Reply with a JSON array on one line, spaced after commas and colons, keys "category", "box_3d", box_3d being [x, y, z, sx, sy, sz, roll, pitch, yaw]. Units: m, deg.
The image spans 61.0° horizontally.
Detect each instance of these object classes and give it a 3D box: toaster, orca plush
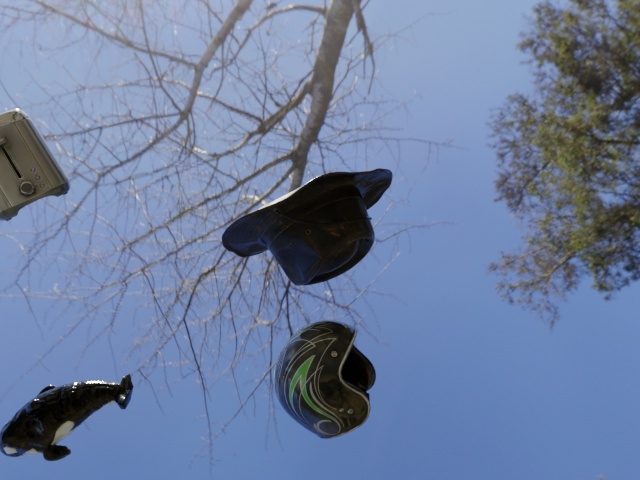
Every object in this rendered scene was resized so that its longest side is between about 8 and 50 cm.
[{"category": "toaster", "box_3d": [-0.501, -0.124, 0.885, 0.129, 0.227, 0.147, -30, -71, -22]}, {"category": "orca plush", "box_3d": [-0.511, 0.339, 1.046, 0.287, 0.102, 0.151, -13, -117, 10]}]

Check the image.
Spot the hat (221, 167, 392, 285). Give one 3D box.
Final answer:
[{"category": "hat", "box_3d": [0.000, 0.000, 0.975, 0.331, 0.331, 0.134, -19, -102, -16]}]

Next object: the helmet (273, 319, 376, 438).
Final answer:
[{"category": "helmet", "box_3d": [0.006, 0.213, 0.870, 0.169, 0.169, 0.162, -35, -84, -20]}]
